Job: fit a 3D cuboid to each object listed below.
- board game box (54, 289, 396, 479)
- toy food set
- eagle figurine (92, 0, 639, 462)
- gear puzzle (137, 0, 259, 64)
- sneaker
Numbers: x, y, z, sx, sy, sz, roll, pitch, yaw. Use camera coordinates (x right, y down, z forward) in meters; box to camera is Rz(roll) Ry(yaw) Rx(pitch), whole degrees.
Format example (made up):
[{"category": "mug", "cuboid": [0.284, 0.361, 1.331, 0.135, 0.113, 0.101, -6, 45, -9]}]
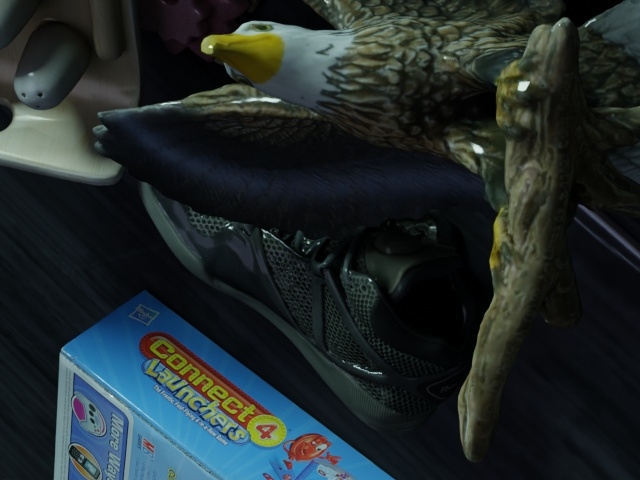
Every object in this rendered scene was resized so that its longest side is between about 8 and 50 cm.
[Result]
[{"category": "board game box", "cuboid": [-0.058, 0.237, 1.195, 0.302, 0.086, 0.308, 35, 140, 21]}, {"category": "toy food set", "cuboid": [-0.217, -0.158, 0.857, 0.220, 0.092, 0.306, 12, 141, 9]}, {"category": "eagle figurine", "cuboid": [0.024, -0.083, 0.771, 0.225, 0.226, 0.298, 46, 174, -39]}, {"category": "gear puzzle", "cuboid": [-0.171, -0.231, 0.912, 0.339, 0.044, 0.175, 34, 141, 3]}, {"category": "sneaker", "cuboid": [0.000, 0.000, 0.945, 0.227, 0.087, 0.130, 43, 140, 7]}]
